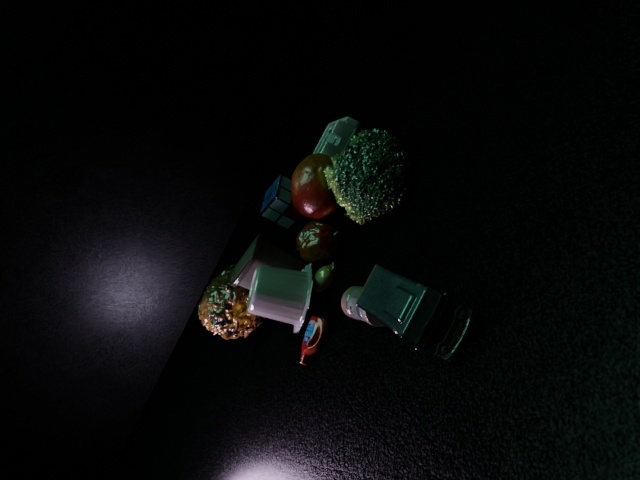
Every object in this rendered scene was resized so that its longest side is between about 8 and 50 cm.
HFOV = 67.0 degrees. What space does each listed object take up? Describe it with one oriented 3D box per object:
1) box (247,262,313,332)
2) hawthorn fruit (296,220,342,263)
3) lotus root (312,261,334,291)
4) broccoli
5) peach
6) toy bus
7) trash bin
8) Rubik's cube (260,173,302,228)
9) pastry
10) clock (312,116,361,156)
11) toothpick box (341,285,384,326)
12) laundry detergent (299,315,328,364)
[{"bbox_3d":[-0.155,0.180,1.816,0.291,0.207,0.262,-95,22,-53],"label":"box"},{"bbox_3d":[-0.009,0.007,1.841,0.173,0.174,0.179,-63,20,-3],"label":"hawthorn fruit"},{"bbox_3d":[0.010,0.138,1.766,0.150,0.062,0.073,-56,20,33],"label":"lotus root"},{"bbox_3d":[0.141,-0.229,1.655,0.302,0.249,0.375,-31,43,49],"label":"broccoli"},{"bbox_3d":[-0.010,-0.225,2.010,0.281,0.238,0.280,-15,68,42],"label":"peach"},{"bbox_3d":[0.213,0.160,1.135,0.138,0.167,0.275,-62,22,-1],"label":"toy bus"},{"bbox_3d":[-0.218,0.125,2.043,0.219,0.250,0.219,-51,23,26],"label":"trash bin"},{"bbox_3d":[-0.176,-0.195,2.433,0.167,0.180,0.183,-42,27,43],"label":"Rubik's cube"},{"bbox_3d":[-0.376,0.266,2.206,0.337,0.292,0.405,-54,9,-4],"label":"pastry"},{"bbox_3d":[0.056,-0.469,2.323,0.262,0.116,0.231,-61,21,1],"label":"clock"},{"bbox_3d":[0.134,0.185,1.377,0.098,0.099,0.149,-66,22,-9],"label":"toothpick box"},{"bbox_3d":[-0.026,0.341,1.633,0.097,0.049,0.165,-5,62,61],"label":"laundry detergent"}]
